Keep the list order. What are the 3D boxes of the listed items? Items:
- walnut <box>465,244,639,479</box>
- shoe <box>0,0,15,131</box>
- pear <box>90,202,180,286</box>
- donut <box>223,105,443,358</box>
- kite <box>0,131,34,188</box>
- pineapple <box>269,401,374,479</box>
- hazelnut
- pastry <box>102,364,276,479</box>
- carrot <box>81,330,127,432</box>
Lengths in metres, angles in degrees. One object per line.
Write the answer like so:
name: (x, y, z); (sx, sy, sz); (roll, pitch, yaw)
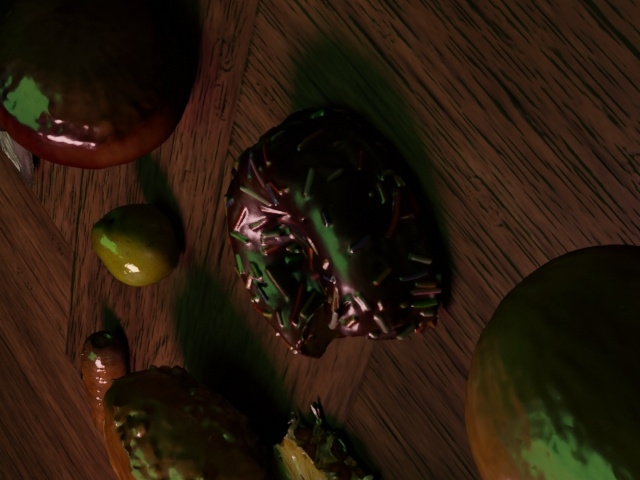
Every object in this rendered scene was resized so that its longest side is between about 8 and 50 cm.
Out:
walnut: (0.215, 0.137, 0.936); (0.298, 0.203, 0.203); (51, 150, 19)
shoe: (-0.395, -0.193, 1.704); (0.384, 0.237, 0.171); (23, 133, 44)
pear: (-0.198, 0.002, 1.693); (0.092, 0.097, 0.092); (-22, 62, 50)
donut: (0.000, 0.000, 1.321); (0.230, 0.096, 0.216); (10, 121, 59)
kite: (-0.387, -0.232, 1.924); (0.204, 0.022, 0.360); (55, 152, 27)
pineapple: (0.009, 0.270, 1.586); (0.221, 0.047, 0.221); (43, 146, 40)
hazelnut: (-0.222, -0.149, 1.512); (0.208, 0.208, 0.208); (42, 145, 39)
pastry: (-0.125, 0.277, 1.707); (0.255, 0.162, 0.311); (-179, 71, -72)
carrot: (-0.275, 0.187, 2.025); (0.060, 0.060, 0.186); (47, 150, 33)
